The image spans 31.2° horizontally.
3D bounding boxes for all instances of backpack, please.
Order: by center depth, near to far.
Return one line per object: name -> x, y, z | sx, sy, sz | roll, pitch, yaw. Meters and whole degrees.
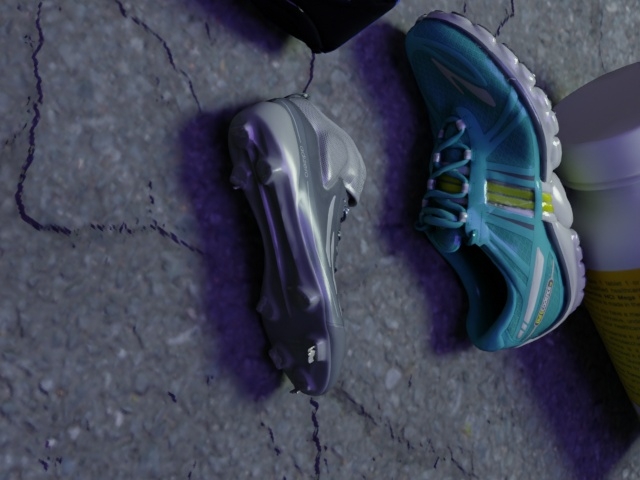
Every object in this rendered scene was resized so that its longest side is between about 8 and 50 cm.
backpack -> -0.014, -0.200, 0.771 | 0.120, 0.098, 0.101 | 28, 52, -26

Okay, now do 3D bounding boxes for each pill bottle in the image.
pill bottle -> 0.313, 0.023, 0.966 | 0.188, 0.188, 0.334 | -43, 115, -30

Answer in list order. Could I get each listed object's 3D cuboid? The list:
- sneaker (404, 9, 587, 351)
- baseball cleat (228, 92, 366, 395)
sneaker -> 0.124, -0.041, 0.877 | 0.110, 0.107, 0.275 | -29, 107, -25
baseball cleat -> 0.000, 0.000, 0.794 | 0.109, 0.072, 0.206 | -23, 108, -43
